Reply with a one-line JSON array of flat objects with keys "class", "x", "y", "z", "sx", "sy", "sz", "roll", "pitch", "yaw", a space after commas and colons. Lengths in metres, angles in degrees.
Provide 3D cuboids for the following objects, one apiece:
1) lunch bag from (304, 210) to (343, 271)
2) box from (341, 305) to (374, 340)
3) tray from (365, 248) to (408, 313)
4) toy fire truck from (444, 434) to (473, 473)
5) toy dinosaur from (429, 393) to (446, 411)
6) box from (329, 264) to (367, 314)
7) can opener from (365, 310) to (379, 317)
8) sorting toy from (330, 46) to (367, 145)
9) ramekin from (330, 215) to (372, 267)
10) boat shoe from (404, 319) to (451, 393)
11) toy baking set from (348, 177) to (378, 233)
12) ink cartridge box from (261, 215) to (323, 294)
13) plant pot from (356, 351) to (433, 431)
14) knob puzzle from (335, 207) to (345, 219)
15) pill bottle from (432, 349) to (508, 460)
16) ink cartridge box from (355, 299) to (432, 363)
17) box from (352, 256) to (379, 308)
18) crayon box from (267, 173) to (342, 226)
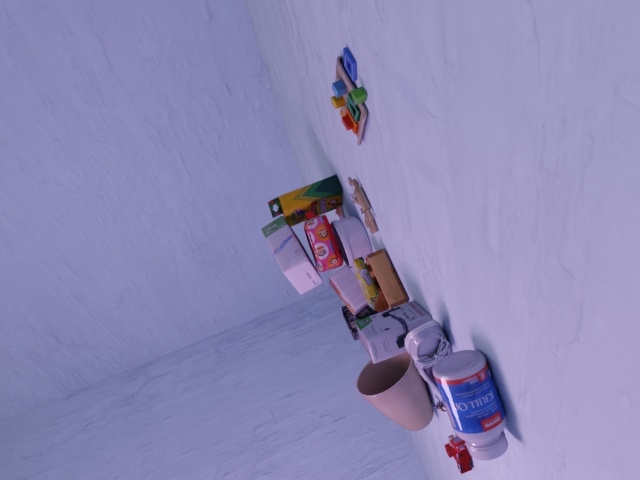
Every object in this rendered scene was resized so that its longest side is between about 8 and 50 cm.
[{"class": "lunch bag", "x": 0.000, "y": 0.000, "z": 2.052, "sx": 0.293, "sy": 0.120, "sz": 0.258, "roll": 144, "pitch": 105, "yaw": -86}, {"class": "box", "x": 0.205, "y": 0.344, "z": 2.218, "sx": 0.077, "sy": 0.180, "sz": 0.147, "roll": 77, "pitch": 170, "yaw": -51}, {"class": "tray", "x": 0.238, "y": 0.194, "z": 1.853, "sx": 0.411, "sy": 0.076, "sz": 0.203, "roll": 79, "pitch": 168, "yaw": -70}, {"class": "toy fire truck", "x": 0.473, "y": 0.723, "z": 1.701, "sx": 0.135, "sy": 0.047, "sz": 0.192, "roll": -116, "pitch": 7, "yaw": -56}, {"class": "toy dinosaur", "x": 0.425, "y": 0.604, "z": 1.779, "sx": 0.090, "sy": 0.047, "sz": 0.082, "roll": 50, "pitch": -178, "yaw": 43}, {"class": "box", "x": 0.121, "y": 0.202, "z": 1.991, "sx": 0.170, "sy": 0.091, "sz": 0.130, "roll": 52, "pitch": 171, "yaw": 15}, {"class": "can opener", "x": 0.215, "y": 0.318, "z": 1.970, "sx": 0.059, "sy": 0.073, "sz": 0.186, "roll": 29, "pitch": 178, "yaw": 0}, {"class": "sorting toy", "x": 0.070, "y": -0.377, "z": 1.363, "sx": 0.348, "sy": 0.047, "sz": 0.196, "roll": 90, "pitch": 158, "yaw": -78}, {"class": "ramekin", "x": 0.129, "y": 0.000, "z": 1.996, "sx": 0.207, "sy": 0.109, "sz": 0.207, "roll": 158, "pitch": 90, "yaw": -86}, {"class": "boat shoe", "x": 0.317, "y": 0.331, "z": 1.367, "sx": 0.103, "sy": 0.118, "sz": 0.320, "roll": 55, "pitch": 171, "yaw": 44}, {"class": "toy baking set", "x": 0.140, "y": -0.131, "z": 1.760, "sx": 0.197, "sy": 0.030, "sz": 0.256, "roll": 85, "pitch": 162, "yaw": -74}, {"class": "ink cartridge box", "x": -0.120, "y": 0.064, "z": 2.092, "sx": 0.278, "sy": 0.117, "sz": 0.201, "roll": 58, "pitch": -179, "yaw": 39}, {"class": "plant pot", "x": 0.321, "y": 0.611, "z": 1.939, "sx": 0.274, "sy": 0.256, "sz": 0.256, "roll": 54, "pitch": 179, "yaw": -14}, {"class": "knob puzzle", "x": 0.075, "y": -0.159, "z": 2.358, "sx": 0.213, "sy": 0.030, "sz": 0.213, "roll": 158, "pitch": 90, "yaw": -85}, {"class": "pill bottle", "x": 0.348, "y": 0.374, "z": 1.118, "sx": 0.124, "sy": 0.124, "sz": 0.222, "roll": -150, "pitch": 38, "yaw": -82}, {"class": "ink cartridge box", "x": 0.229, "y": 0.274, "z": 1.504, "sx": 0.153, "sy": 0.208, "sz": 0.087, "roll": -132, "pitch": 24, "yaw": -74}, {"class": "box", "x": 0.168, "y": 0.157, "z": 1.790, "sx": 0.105, "sy": 0.043, "sz": 0.179, "roll": 84, "pitch": 167, "yaw": -71}, {"class": "crayon box", "x": -0.062, "y": -0.161, "z": 2.156, "sx": 0.202, "sy": 0.318, "sz": 0.081, "roll": 82, "pitch": 165, "yaw": -72}]
